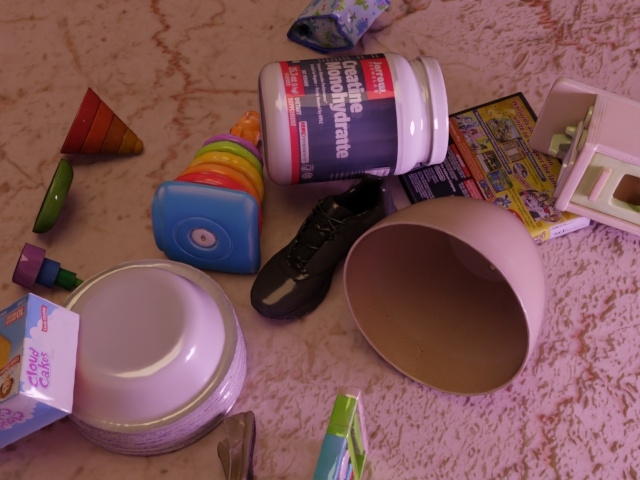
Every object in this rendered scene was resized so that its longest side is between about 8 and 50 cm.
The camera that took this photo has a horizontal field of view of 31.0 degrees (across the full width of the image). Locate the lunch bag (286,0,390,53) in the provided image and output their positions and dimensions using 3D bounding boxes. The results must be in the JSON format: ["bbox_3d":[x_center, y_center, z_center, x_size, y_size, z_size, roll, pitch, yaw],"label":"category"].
[{"bbox_3d":[0.024,-0.399,2.026,0.151,0.096,0.129,9,52,47],"label":"lunch bag"}]

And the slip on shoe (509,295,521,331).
[{"bbox_3d":[0.300,0.086,1.703,0.041,0.051,0.135,-5,61,17],"label":"slip on shoe"}]

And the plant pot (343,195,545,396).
[{"bbox_3d":[0.202,0.049,1.622,0.284,0.284,0.191,26,44,21],"label":"plant pot"}]

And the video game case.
[{"bbox_3d":[0.263,-0.097,1.834,0.248,0.035,0.275,-19,56,-6],"label":"video game case"}]

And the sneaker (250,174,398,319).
[{"bbox_3d":[0.000,0.000,1.740,0.109,0.130,0.286,37,68,24],"label":"sneaker"}]

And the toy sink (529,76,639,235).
[{"bbox_3d":[0.430,-0.119,1.725,0.234,0.153,0.131,21,51,4],"label":"toy sink"}]

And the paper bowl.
[{"bbox_3d":[-0.255,0.152,1.655,0.284,0.148,0.284,-3,57,5],"label":"paper bowl"}]

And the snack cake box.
[{"bbox_3d":[-0.452,0.199,1.595,0.264,0.089,0.152,-29,47,33],"label":"snack cake box"}]

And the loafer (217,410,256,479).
[{"bbox_3d":[-0.119,0.304,1.597,0.050,0.056,0.148,-1,46,6],"label":"loafer"}]

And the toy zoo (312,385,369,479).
[{"bbox_3d":[0.009,0.356,1.463,0.030,0.192,0.293,9,58,13],"label":"toy zoo"}]

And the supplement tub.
[{"bbox_3d":[0.046,-0.189,1.775,0.272,0.191,0.191,-6,56,-6],"label":"supplement tub"}]

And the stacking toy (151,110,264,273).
[{"bbox_3d":[-0.146,-0.107,1.828,0.165,0.175,0.302,9,47,8],"label":"stacking toy"}]

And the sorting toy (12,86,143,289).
[{"bbox_3d":[-0.380,-0.073,1.864,0.126,0.127,0.366,22,60,-15],"label":"sorting toy"}]
